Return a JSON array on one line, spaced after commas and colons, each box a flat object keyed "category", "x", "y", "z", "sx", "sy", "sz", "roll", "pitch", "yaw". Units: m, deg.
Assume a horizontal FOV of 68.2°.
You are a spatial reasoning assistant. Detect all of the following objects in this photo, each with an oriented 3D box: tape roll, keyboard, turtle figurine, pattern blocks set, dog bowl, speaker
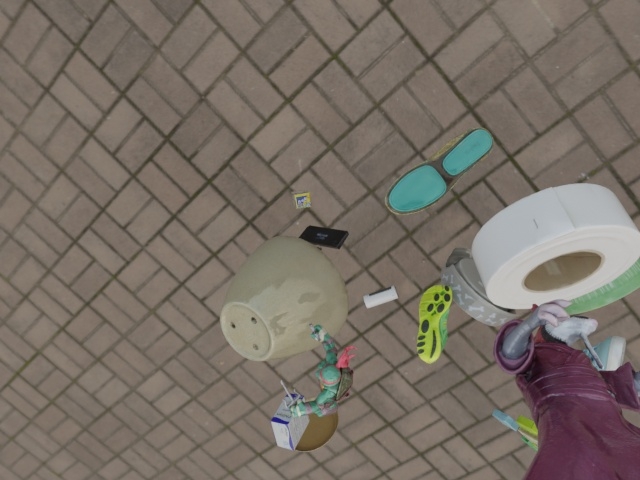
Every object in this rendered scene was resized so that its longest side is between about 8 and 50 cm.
[{"category": "tape roll", "x": 0.441, "y": 0.021, "z": 0.902, "sx": 0.286, "sy": 0.100, "sz": 0.286, "roll": -5, "pitch": 145, "yaw": -4}, {"category": "keyboard", "x": 0.000, "y": 0.000, "z": 1.589, "sx": 0.180, "sy": 0.108, "sz": 0.023, "roll": 9, "pitch": 139, "yaw": 39}, {"category": "turtle figurine", "x": 0.006, "y": 0.271, "z": 0.926, "sx": 0.118, "sy": 0.175, "sz": 0.234, "roll": 19, "pitch": 156, "yaw": 15}, {"category": "pattern blocks set", "x": 0.519, "y": 0.462, "z": 0.991, "sx": 0.285, "sy": 0.325, "sz": 0.026, "roll": 40, "pitch": 79, "yaw": -5}, {"category": "dog bowl", "x": 0.613, "y": 0.180, "z": 1.814, "sx": 0.348, "sy": 0.349, "sz": 0.102, "roll": 30, "pitch": 120, "yaw": -4}, {"category": "speaker", "x": 0.243, "y": 0.228, "z": 1.905, "sx": 0.136, "sy": 0.055, "sz": 0.055, "roll": -21, "pitch": 108, "yaw": 11}]

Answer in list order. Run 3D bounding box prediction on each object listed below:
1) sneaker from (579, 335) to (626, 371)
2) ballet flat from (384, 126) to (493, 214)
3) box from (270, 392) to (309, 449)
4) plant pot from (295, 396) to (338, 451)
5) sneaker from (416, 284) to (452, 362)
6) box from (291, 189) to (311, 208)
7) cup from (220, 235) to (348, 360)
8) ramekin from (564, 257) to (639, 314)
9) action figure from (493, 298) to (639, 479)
[{"category": "sneaker", "x": 0.862, "y": 0.410, "z": 1.529, "sx": 0.150, "sy": 0.135, "sz": 0.366, "roll": 16, "pitch": 144, "yaw": 23}, {"category": "ballet flat", "x": 0.325, "y": -0.185, "z": 1.321, "sx": 0.348, "sy": 0.123, "sz": 0.123, "roll": -37, "pitch": 103, "yaw": -1}, {"category": "box", "x": -0.105, "y": 0.634, "z": 1.664, "sx": 0.072, "sy": 0.137, "sz": 0.126, "roll": 3, "pitch": 118, "yaw": 24}, {"category": "plant pot", "x": -0.036, "y": 0.732, "z": 1.876, "sx": 0.236, "sy": 0.236, "sz": 0.032, "roll": -13, "pitch": 125, "yaw": 15}, {"category": "sneaker", "x": 0.405, "y": 0.297, "z": 1.700, "sx": 0.109, "sy": 0.296, "sz": 0.123, "roll": 9, "pitch": 155, "yaw": 23}, {"category": "box", "x": -0.074, "y": -0.159, "z": 1.806, "sx": 0.059, "sy": 0.169, "sz": 0.054, "roll": -10, "pitch": 101, "yaw": -6}, {"category": "cup", "x": -0.125, "y": 0.181, "z": 1.251, "sx": 0.331, "sy": 0.237, "sz": 0.331, "roll": 14, "pitch": 118, "yaw": 28}, {"category": "ramekin", "x": 0.895, "y": 0.103, "z": 1.560, "sx": 0.303, "sy": 0.303, "sz": 0.148, "roll": -33, "pitch": 85, "yaw": 21}, {"category": "action figure", "x": 0.316, "y": 0.219, "z": 0.573, "sx": 0.248, "sy": 0.370, "sz": 0.276, "roll": 21, "pitch": 117, "yaw": 0}]
